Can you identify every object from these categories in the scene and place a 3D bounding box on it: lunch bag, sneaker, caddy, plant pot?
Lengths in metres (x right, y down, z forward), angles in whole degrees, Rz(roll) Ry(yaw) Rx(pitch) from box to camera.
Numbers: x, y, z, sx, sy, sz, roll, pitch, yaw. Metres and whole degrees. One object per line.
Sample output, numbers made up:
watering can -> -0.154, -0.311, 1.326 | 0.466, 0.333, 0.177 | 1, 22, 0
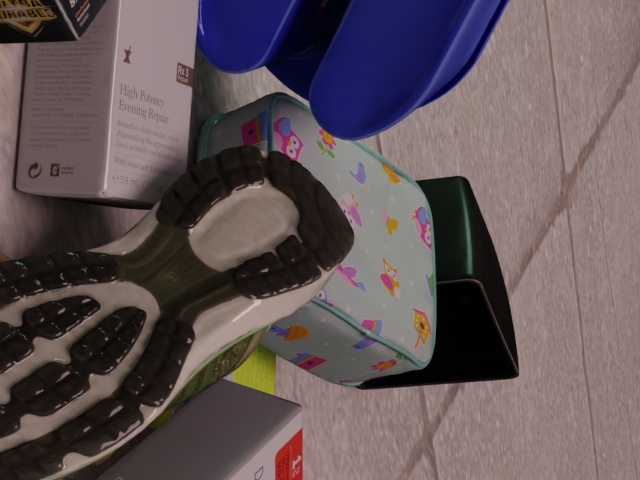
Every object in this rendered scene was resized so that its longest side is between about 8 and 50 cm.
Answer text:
lunch bag -> 0.000, 0.000, 1.339 | 0.279, 0.108, 0.224 | 32, 46, -48
sneaker -> -0.148, 0.092, 1.039 | 0.410, 0.158, 0.182 | -29, 157, -38
caddy -> 0.045, -0.248, 1.189 | 0.341, 0.241, 0.179 | -62, 174, 29
plant pot -> 0.108, 0.038, 1.571 | 0.188, 0.187, 0.167 | 62, 29, -47

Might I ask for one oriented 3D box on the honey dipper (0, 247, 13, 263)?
honey dipper -> -0.204, 0.037, 1.080 | 0.160, 0.030, 0.030 | 43, 54, -53

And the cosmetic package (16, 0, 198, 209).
cosmetic package -> -0.155, -0.142, 1.097 | 0.117, 0.085, 0.231 | 9, 86, -65

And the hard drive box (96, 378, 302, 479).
hard drive box -> -0.109, 0.248, 1.169 | 0.232, 0.089, 0.181 | -40, 138, -49

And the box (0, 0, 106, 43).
box -> -0.186, -0.207, 0.918 | 0.220, 0.175, 0.051 | -64, 146, -38

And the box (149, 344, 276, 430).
box -> -0.096, 0.113, 1.291 | 0.178, 0.042, 0.109 | 8, 84, -64
